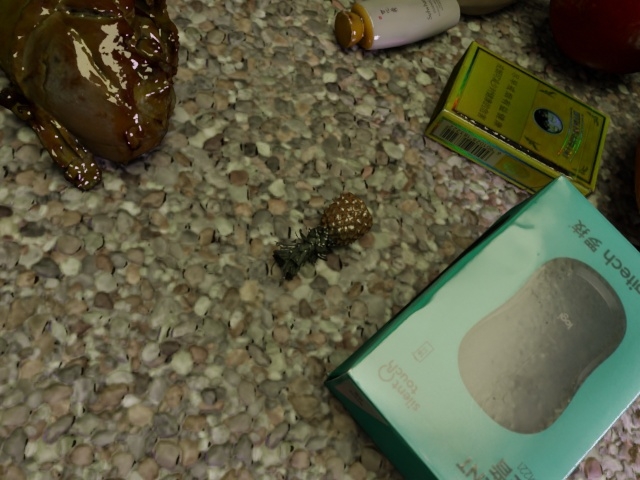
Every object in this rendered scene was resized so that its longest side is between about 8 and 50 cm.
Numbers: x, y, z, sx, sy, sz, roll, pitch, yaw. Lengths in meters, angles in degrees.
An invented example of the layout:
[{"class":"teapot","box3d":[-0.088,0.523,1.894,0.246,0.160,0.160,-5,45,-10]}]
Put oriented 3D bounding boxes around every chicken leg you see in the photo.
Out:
[{"class":"chicken leg","box3d":[-0.278,-0.246,0.607,0.212,0.140,0.361,-35,84,-18]}]

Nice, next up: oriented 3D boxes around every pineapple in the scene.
[{"class":"pineapple","box3d":[0.000,0.000,0.638,0.124,0.058,0.058,-38,82,-12]}]

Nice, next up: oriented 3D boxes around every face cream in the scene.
[{"class":"face cream","box3d":[0.107,-0.303,0.792,0.182,0.051,0.072,-17,77,-21]}]

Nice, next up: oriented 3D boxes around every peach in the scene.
[{"class":"peach","box3d":[0.444,-0.357,0.814,0.244,0.199,0.243,-10,112,-25]}]

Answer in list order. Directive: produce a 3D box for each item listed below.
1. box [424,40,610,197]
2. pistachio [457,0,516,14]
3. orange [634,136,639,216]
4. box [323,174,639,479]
[{"class":"box","box3d":[0.265,-0.153,0.767,0.220,0.064,0.140,29,62,-4]},{"class":"pistachio","box3d":[0.267,-0.425,0.846,0.238,0.153,0.137,-33,67,5]},{"class":"orange","box3d":[0.606,-0.077,0.685,0.424,0.326,0.423,5,67,-12]},{"class":"box","box3d":[0.186,0.109,0.570,0.311,0.118,0.205,-39,80,-15]}]
